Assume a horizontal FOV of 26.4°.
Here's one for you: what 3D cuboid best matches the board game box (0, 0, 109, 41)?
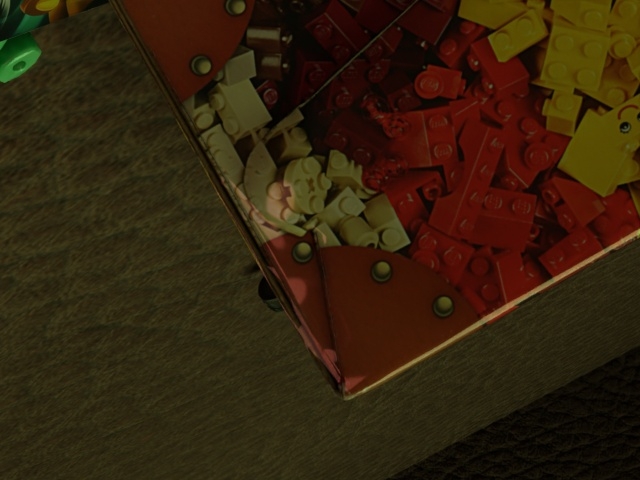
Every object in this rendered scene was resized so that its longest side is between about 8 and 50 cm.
[{"bbox_3d":[-0.065,-0.191,0.461,0.193,0.053,0.305,-27,162,-27],"label":"board game box"}]

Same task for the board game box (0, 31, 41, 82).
[{"bbox_3d":[-0.225,-0.154,0.458,0.390,0.050,0.390,-19,157,-37],"label":"board game box"}]

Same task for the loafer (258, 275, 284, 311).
[{"bbox_3d":[0.000,0.000,1.246,0.170,0.062,0.061,-42,138,17],"label":"loafer"}]

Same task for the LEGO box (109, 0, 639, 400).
[{"bbox_3d":[0.130,-0.101,0.747,0.372,0.193,0.500,-30,177,2],"label":"LEGO box"}]
